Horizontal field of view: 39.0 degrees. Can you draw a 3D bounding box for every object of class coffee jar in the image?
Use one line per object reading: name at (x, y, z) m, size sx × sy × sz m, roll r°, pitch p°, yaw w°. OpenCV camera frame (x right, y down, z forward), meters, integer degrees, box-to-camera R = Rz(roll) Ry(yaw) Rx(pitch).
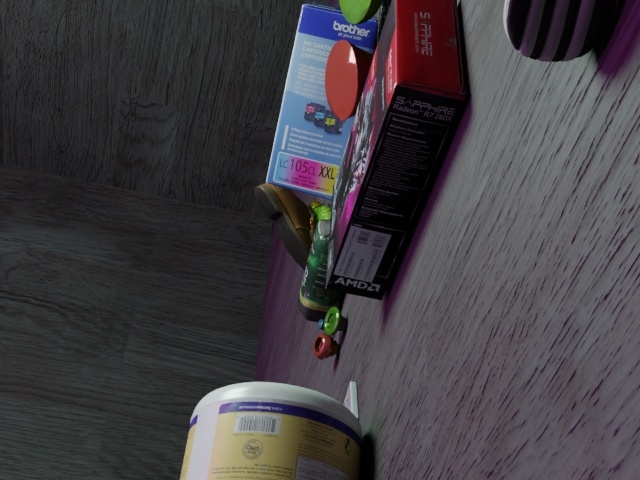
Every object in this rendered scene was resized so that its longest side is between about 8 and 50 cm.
coffee jar at (0.011, 0.059, 1.680) m, size 0.096 × 0.079 × 0.184 m, roll -92°, pitch 14°, yaw -63°

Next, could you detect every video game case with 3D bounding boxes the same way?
video game case at (0.037, 0.288, 1.370) m, size 0.087 × 0.011 × 0.122 m, roll -92°, pitch 14°, yaw -62°

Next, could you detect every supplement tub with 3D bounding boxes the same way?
supplement tub at (-0.073, 0.377, 1.164) m, size 0.241 × 0.241 × 0.331 m, roll 111°, pitch 168°, yaw -56°

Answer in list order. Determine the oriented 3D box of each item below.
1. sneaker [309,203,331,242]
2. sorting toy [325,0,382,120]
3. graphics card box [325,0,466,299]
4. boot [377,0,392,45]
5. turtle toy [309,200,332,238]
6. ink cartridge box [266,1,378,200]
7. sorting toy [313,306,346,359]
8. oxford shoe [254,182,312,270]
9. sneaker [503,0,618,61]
sneaker at (0.000, 0.000, 1.881) m, size 0.072 × 0.077 × 0.178 m, roll -96°, pitch 18°, yaw -72°
sorting toy at (0.101, -0.355, 1.331) m, size 0.127 × 0.126 × 0.365 m, roll -132°, pitch 46°, yaw -57°
graphics card box at (0.094, -0.125, 1.234) m, size 0.233 × 0.094 × 0.371 m, roll -86°, pitch 9°, yaw -45°
boot at (0.129, -0.432, 1.469) m, size 0.161 × 0.083 × 0.246 m, roll -86°, pitch 4°, yaw -54°
turtle toy at (0.018, -0.019, 1.788) m, size 0.130 × 0.066 × 0.095 m, roll 101°, pitch 147°, yaw -48°
ink cartridge box at (0.024, -0.300, 1.710) m, size 0.270 × 0.151 × 0.395 m, roll -63°, pitch -16°, yaw -74°
sorting toy at (0.023, 0.165, 1.606) m, size 0.102 × 0.042 × 0.061 m, roll -64°, pitch 27°, yaw 20°
oxford shoe at (-0.042, -0.029, 1.753) m, size 0.212 × 0.076 × 0.076 m, roll 61°, pitch 152°, yaw -7°
sneaker at (0.188, -0.289, 0.677) m, size 0.162 × 0.106 × 0.281 m, roll -85°, pitch 8°, yaw -62°
